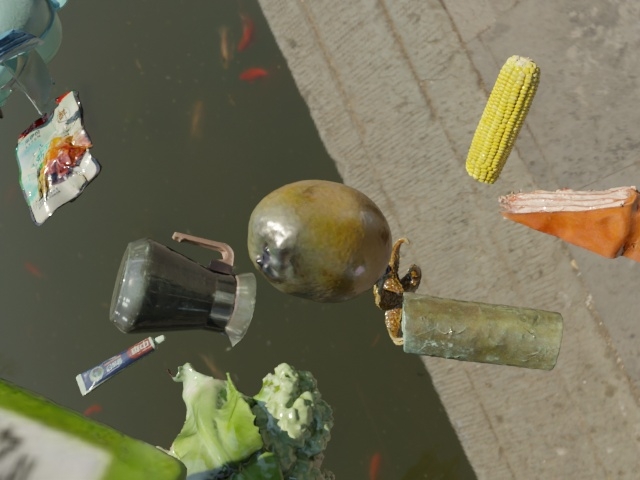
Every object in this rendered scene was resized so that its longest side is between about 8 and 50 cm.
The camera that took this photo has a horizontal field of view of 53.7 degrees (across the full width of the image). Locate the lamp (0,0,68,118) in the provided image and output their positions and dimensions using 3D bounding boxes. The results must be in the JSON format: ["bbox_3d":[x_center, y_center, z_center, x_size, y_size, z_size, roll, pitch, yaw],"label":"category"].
[{"bbox_3d":[-0.585,-0.354,1.129,0.209,0.147,0.284,13,79,12],"label":"lamp"}]

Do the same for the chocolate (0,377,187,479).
[{"bbox_3d":[-0.264,0.184,0.331,0.301,0.137,0.289,26,122,-7],"label":"chocolate"}]

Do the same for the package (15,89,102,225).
[{"bbox_3d":[-0.456,-0.147,1.080,0.166,0.040,0.232,-36,58,12],"label":"package"}]

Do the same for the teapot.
[{"bbox_3d":[-0.362,0.125,1.687,0.253,0.344,0.300,-40,40,54],"label":"teapot"}]

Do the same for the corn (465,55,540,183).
[{"bbox_3d":[0.346,-0.228,1.204,0.081,0.081,0.248,33,129,25],"label":"corn"}]

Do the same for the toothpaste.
[{"bbox_3d":[-0.288,0.176,0.919,0.037,0.140,0.021,53,169,36],"label":"toothpaste"}]

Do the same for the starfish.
[{"bbox_3d":[0.145,0.092,1.158,0.074,0.146,0.190,-18,80,44],"label":"starfish"}]

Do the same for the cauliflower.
[{"bbox_3d":[-0.105,0.243,0.737,0.256,0.239,0.315,-61,34,11],"label":"cauliflower"}]

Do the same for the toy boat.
[{"bbox_3d":[-0.470,-0.275,1.021,0.105,0.149,0.034,-52,45,2],"label":"toy boat"}]

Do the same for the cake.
[{"bbox_3d":[0.458,-0.054,1.138,0.287,0.098,0.135,17,139,27],"label":"cake"}]

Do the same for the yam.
[{"bbox_3d":[0.167,0.097,0.673,0.169,0.068,0.068,8,106,3],"label":"yam"}]

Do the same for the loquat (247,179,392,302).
[{"bbox_3d":[0.000,0.000,0.930,0.179,0.227,0.179,-22,60,45],"label":"loquat"}]
